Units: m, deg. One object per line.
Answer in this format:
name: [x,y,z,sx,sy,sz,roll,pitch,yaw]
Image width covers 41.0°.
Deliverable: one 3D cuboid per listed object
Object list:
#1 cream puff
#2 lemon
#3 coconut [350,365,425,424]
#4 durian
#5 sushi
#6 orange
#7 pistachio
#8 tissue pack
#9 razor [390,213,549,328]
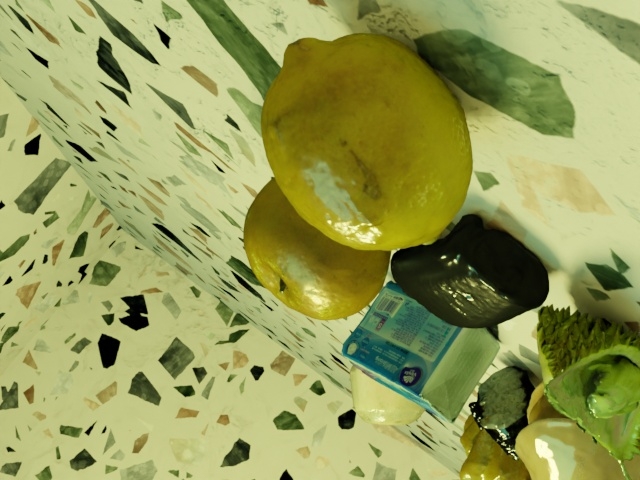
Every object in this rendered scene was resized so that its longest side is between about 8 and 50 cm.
cream puff: [0.468,0.543,2.011,0.274,0.323,0.270,-1,135,14]
lemon: [0.053,-0.114,0.996,0.288,0.233,0.233,49,164,-15]
coconut: [0.183,0.376,2.294,0.224,0.234,0.224,6,175,1]
durian: [0.400,0.207,1.267,0.157,0.169,0.355,18,158,48]
sushi: [0.382,0.355,1.728,0.115,0.147,0.212,56,-168,-15]
orange: [0.000,0.000,1.493,0.279,0.235,0.279,36,155,20]
pistachio: [0.468,0.369,1.517,0.238,0.229,0.321,-2,136,30]
tissue pack: [0.202,0.222,1.756,0.263,0.198,0.146,21,161,51]
razor: [0.226,0.062,1.373,0.189,0.107,0.327,38,166,-5]
